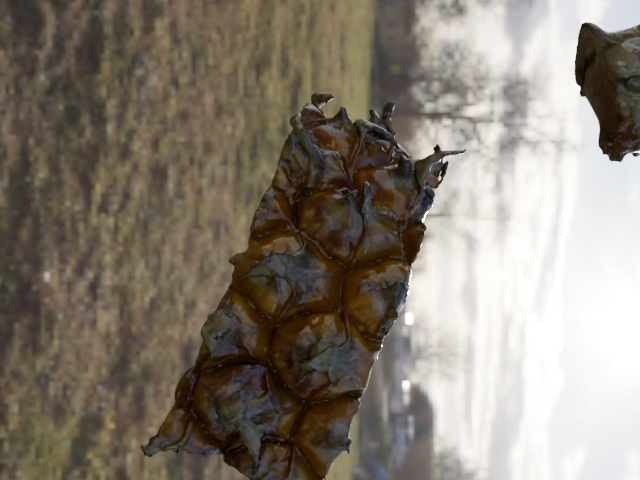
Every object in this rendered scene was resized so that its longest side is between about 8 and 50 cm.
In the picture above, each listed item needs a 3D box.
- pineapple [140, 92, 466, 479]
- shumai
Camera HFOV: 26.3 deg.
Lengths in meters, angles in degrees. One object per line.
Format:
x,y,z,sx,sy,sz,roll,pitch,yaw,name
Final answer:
0.001,0.001,0.613,0.135,0.079,0.233,-59,-171,32,pineapple
0.207,-0.102,0.799,0.145,0.116,0.145,-1,90,-90,shumai
